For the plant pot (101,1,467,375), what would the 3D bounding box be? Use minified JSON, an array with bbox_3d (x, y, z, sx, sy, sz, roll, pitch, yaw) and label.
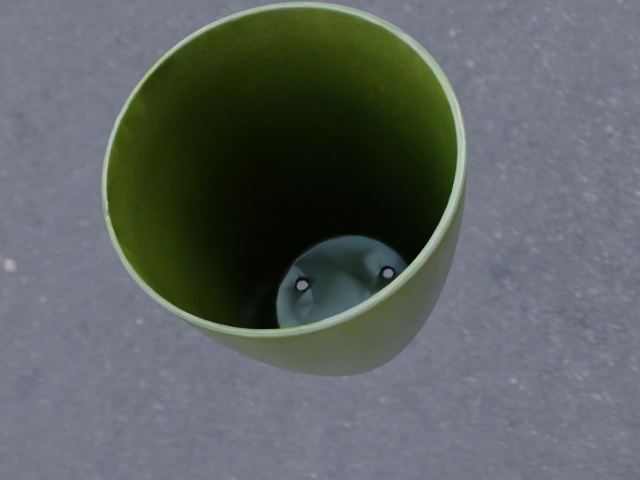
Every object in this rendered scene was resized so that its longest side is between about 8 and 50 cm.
[{"bbox_3d":[0.000,0.000,1.228,0.274,0.293,0.275,-5,65,11],"label":"plant pot"}]
